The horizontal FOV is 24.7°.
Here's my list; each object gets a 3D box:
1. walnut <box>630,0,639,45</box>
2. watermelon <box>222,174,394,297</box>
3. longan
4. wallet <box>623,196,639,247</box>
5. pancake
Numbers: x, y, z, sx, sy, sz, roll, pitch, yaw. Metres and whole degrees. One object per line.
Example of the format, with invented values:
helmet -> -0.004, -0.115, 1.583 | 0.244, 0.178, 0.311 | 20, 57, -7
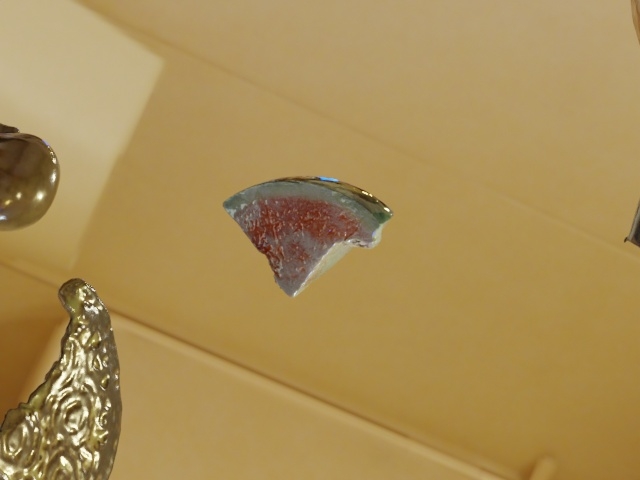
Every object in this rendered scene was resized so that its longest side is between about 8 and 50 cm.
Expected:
walnut -> 0.285, -0.145, 0.812 | 0.222, 0.195, 0.195 | -36, -167, 5
watermelon -> 0.000, 0.000, 0.703 | 0.085, 0.085, 0.061 | -170, -85, -81
longan -> -0.311, -0.067, 1.440 | 0.106, 0.106, 0.119 | -55, -132, 52
wallet -> 0.384, -0.124, 1.411 | 0.290, 0.054, 0.251 | -19, 126, -63
pancake -> -0.173, 0.119, 0.841 | 0.190, 0.020, 0.184 | -17, 113, -61
